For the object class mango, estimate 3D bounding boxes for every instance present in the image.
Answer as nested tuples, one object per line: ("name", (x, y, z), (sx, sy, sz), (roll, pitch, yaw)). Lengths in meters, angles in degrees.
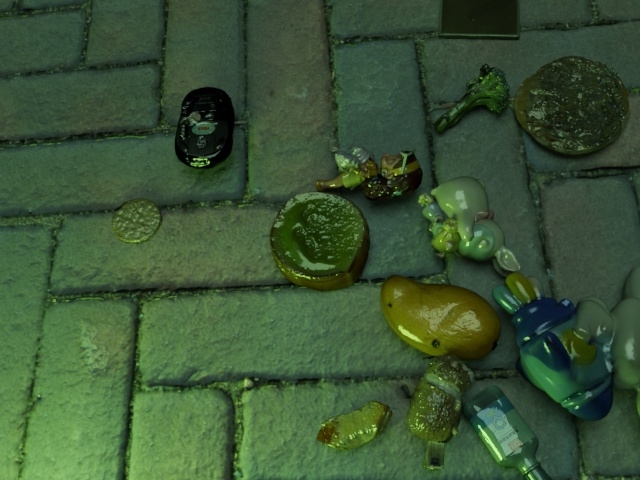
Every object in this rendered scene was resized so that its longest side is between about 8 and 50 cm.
("mango", (0.242, 0.158, 1.549), (0.262, 0.109, 0.157), (23, 78, 23))

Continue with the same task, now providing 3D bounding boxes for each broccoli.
("broccoli", (0.354, -0.325, 1.784), (0.204, 0.118, 0.122), (-35, 76, 6))

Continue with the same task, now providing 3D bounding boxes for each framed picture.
("framed picture", (0.408, -0.579, 1.940), (0.203, 0.015, 0.150), (2, 64, 7))

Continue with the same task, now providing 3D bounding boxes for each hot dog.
("hot dog", (0.075, 0.369, 1.485), (0.169, 0.061, 0.078), (-26, 53, 22))

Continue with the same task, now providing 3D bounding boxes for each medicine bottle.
("medicine bottle", (0.364, 0.383, 1.451), (0.090, 0.053, 0.208), (-32, 64, -7))

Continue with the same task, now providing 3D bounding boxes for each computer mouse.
("computer mouse", (-0.272, -0.260, 1.810), (0.137, 0.096, 0.233), (2, 60, 1))

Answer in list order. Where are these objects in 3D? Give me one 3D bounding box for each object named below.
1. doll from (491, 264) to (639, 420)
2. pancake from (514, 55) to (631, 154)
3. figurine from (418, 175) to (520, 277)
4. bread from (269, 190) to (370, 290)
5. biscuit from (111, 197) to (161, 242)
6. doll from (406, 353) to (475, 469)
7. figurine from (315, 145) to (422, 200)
("doll", (0.518, 0.210, 1.468), (0.366, 0.187, 0.376), (5, 37, 0))
("pancake", (0.596, -0.317, 1.774), (0.283, 0.049, 0.282), (-2, 63, 4))
("figurine", (0.320, -0.014, 1.614), (0.155, 0.127, 0.235), (-11, 65, -20))
("bread", (0.000, 0.000, 1.668), (0.236, 0.070, 0.236), (-2, 63, 4))
("biscuit", (-0.430, -0.047, 1.765), (0.120, 0.015, 0.120), (-2, 64, 4))
("doll", (0.227, 0.329, 1.463), (0.115, 0.105, 0.221), (14, 85, -5))
("figurine", (0.109, -0.149, 1.698), (0.240, 0.175, 0.115), (3, 103, 17))
